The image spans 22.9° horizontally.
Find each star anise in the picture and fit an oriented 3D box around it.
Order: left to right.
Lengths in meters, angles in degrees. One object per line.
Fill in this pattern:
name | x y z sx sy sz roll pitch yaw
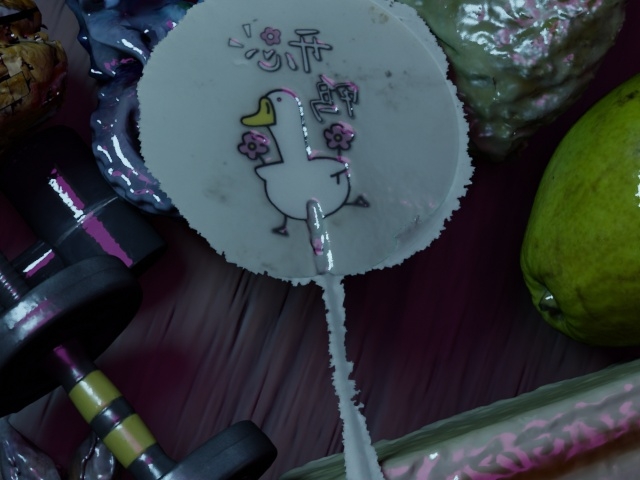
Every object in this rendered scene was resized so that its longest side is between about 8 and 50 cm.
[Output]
star anise | -0.181 0.195 1.113 0.208 0.063 0.171 -8 74 -10

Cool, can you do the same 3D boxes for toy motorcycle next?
toy motorcycle | -0.093 -0.225 1.167 0.232 0.172 0.416 -15 73 -8

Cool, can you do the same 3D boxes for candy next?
candy | 0.135 0.181 1.096 0.321 0.179 0.135 -18 87 -12

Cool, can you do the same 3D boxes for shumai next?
shumai | 0.112 -0.204 1.185 0.218 0.189 0.255 23 70 -4

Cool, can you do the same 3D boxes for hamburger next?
hamburger | -0.275 -0.091 1.091 0.231 0.231 0.106 -24 91 -13

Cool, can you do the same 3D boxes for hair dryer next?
hair dryer | -0.231 0.027 1.151 0.219 0.071 0.124 -41 84 -6

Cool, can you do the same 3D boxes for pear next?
pear | 0.269 -0.027 1.152 0.269 0.212 0.212 -30 83 -8

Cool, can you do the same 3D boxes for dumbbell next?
dumbbell | -0.137 0.119 1.045 0.143 0.143 0.325 -38 78 -14

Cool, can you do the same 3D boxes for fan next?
fan | 0.000 0.000 1.043 0.233 0.012 0.414 -2 69 -14
